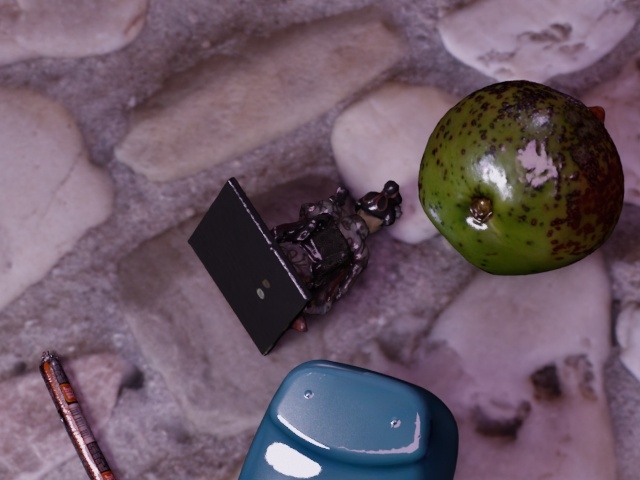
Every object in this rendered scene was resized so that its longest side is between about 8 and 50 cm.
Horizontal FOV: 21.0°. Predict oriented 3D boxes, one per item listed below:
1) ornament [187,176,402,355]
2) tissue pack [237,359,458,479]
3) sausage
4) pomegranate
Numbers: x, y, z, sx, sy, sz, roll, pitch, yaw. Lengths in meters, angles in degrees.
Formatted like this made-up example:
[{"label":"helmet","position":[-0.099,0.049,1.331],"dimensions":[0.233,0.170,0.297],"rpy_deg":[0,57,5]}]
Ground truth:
[{"label":"ornament","position":[0.000,0.000,1.826],"dimensions":[0.196,0.153,0.166],"rpy_deg":[-27,77,-28]},{"label":"tissue pack","position":[0.018,0.272,1.701],"dimensions":[0.198,0.206,0.287],"rpy_deg":[15,76,15]},{"label":"sausage","position":[-0.249,0.204,1.810],"dimensions":[0.028,0.025,0.198],"rpy_deg":[-20,76,-35]},{"label":"pomegranate","position":[0.227,-0.076,1.784],"dimensions":[0.214,0.214,0.248],"rpy_deg":[46,49,11]}]
